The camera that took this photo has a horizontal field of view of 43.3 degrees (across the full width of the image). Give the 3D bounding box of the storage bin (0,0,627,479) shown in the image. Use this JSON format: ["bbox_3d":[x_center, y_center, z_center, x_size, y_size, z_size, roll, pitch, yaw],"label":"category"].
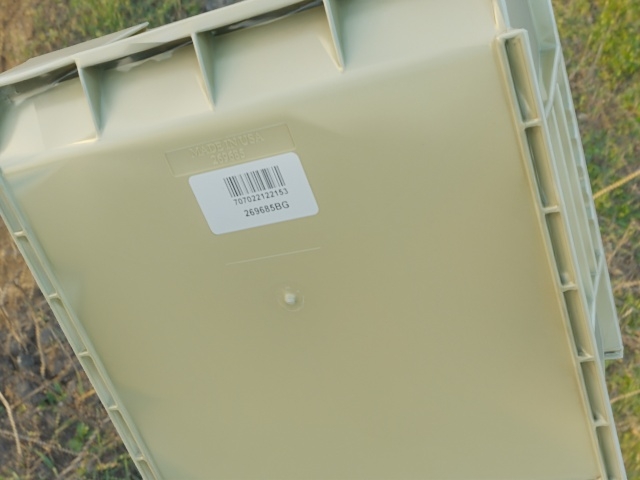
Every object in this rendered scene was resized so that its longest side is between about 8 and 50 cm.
[{"bbox_3d":[0.000,0.000,0.416,0.262,0.261,0.123,-10,25,23],"label":"storage bin"}]
